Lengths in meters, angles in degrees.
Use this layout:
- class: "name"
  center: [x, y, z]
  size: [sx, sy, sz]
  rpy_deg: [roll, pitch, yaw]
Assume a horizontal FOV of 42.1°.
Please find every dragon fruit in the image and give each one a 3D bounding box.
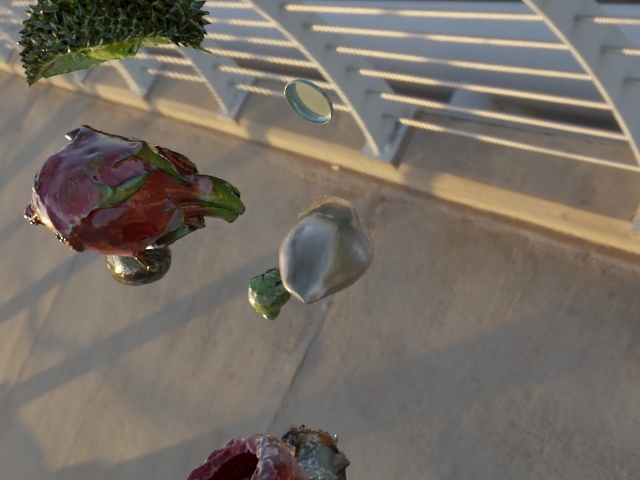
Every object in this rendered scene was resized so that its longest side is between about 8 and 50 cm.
- class: "dragon fruit"
  center: [-0.255, -0.051, 1.133]
  size: [0.200, 0.269, 0.198]
  rpy_deg: [-19, 65, 50]

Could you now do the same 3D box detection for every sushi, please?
- class: "sushi"
  center: [0.002, 0.396, 1.463]
  size: [0.097, 0.226, 0.103]
  rpy_deg: [-26, 51, -3]

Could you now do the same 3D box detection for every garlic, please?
- class: "garlic"
  center: [0.009, -0.002, 1.335]
  size: [0.143, 0.112, 0.318]
  rpy_deg: [-16, 17, 9]

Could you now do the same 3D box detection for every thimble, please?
- class: "thimble"
  center: [-0.097, 0.347, 1.062]
  size: [0.189, 0.125, 0.163]
  rpy_deg: [-45, 24, -20]

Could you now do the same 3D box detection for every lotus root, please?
- class: "lotus root"
  center: [-0.284, 0.032, 1.294]
  size: [0.179, 0.089, 0.080]
  rpy_deg: [-23, 57, 60]

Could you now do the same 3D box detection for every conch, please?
- class: "conch"
  center: [-0.101, 0.103, 1.647]
  size: [0.074, 0.089, 0.121]
  rpy_deg: [-60, -15, -58]

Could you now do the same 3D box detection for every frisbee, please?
- class: "frisbee"
  center: [-0.022, -0.273, 1.632]
  size: [0.110, 0.110, 0.014]
  rpy_deg: [-3, 44, 50]

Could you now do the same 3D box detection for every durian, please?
- class: "durian"
  center: [-0.371, -0.386, 1.484]
  size: [0.169, 0.356, 0.157]
  rpy_deg: [92, 167, -70]
